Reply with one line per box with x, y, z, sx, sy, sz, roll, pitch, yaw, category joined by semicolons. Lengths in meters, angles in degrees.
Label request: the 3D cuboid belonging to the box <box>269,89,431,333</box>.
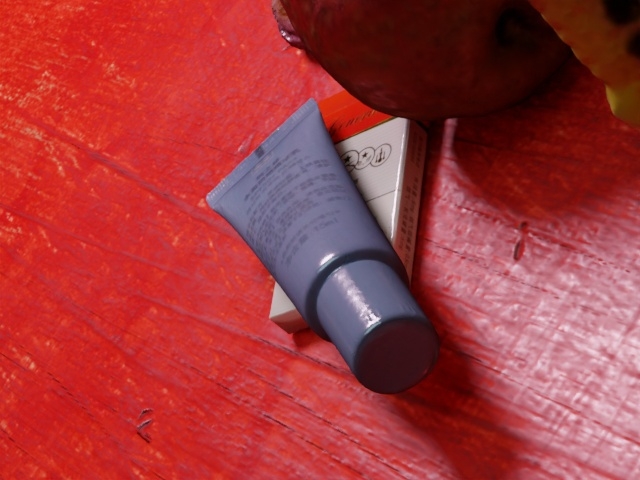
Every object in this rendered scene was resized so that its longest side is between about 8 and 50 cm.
0.030;-0.042;1.511;0.139;0.035;0.245;-24;42;34;box

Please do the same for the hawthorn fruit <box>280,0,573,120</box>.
0.093;-0.227;1.423;0.258;0.261;0.258;-46;20;21;hawthorn fruit

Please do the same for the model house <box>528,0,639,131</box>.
0.252;-0.176;1.221;0.174;0.234;0.193;-23;31;24;model house

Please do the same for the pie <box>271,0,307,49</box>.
0.029;-0.262;1.714;0.182;0.049;0.182;-29;35;23;pie

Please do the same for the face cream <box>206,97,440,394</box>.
0.000;0.000;1.409;0.135;0.086;0.385;-43;31;6;face cream
